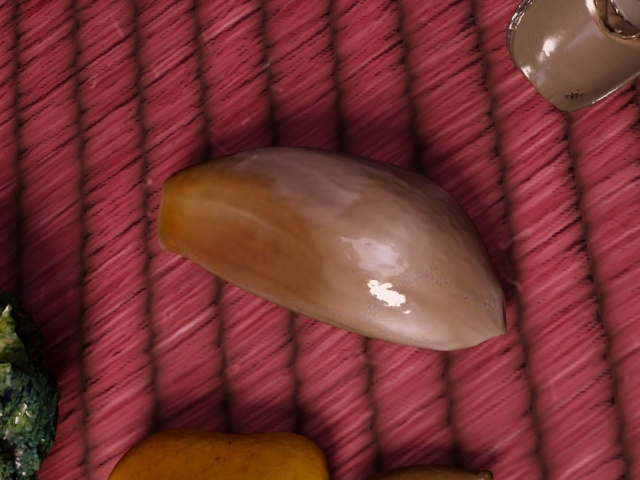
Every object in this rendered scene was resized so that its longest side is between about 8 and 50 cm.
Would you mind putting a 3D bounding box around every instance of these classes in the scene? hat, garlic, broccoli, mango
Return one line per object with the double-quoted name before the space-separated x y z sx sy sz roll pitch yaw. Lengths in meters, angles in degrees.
"hat" 0.239 -0.187 0.873 0.175 0.085 0.147 -38 79 26
"garlic" 0.004 -0.008 0.866 0.318 0.112 0.143 16 82 29
"broccoli" -0.336 0.141 0.834 0.294 0.245 0.265 43 108 44
"mango" -0.081 0.204 0.828 0.178 0.090 0.115 1 67 6

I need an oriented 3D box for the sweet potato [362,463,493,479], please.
"sweet potato" 0.016 0.234 0.805 0.249 0.069 0.059 -40 34 1
